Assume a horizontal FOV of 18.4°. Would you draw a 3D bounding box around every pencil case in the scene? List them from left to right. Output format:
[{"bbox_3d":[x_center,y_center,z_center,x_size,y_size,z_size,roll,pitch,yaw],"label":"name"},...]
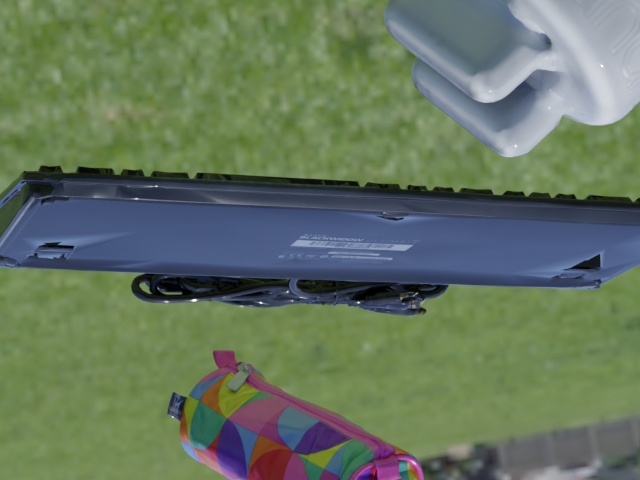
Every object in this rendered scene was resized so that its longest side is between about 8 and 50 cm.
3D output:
[{"bbox_3d":[-0.021,0.175,1.629,0.104,0.104,0.236,-2,-161,-43],"label":"pencil case"}]

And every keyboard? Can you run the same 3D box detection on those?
[{"bbox_3d":[0.000,0.000,0.924,0.317,0.033,0.201,3,163,-20],"label":"keyboard"}]

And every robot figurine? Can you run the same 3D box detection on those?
[{"bbox_3d":[0.210,-0.221,1.379,0.353,0.200,0.300,-44,150,-7],"label":"robot figurine"}]
